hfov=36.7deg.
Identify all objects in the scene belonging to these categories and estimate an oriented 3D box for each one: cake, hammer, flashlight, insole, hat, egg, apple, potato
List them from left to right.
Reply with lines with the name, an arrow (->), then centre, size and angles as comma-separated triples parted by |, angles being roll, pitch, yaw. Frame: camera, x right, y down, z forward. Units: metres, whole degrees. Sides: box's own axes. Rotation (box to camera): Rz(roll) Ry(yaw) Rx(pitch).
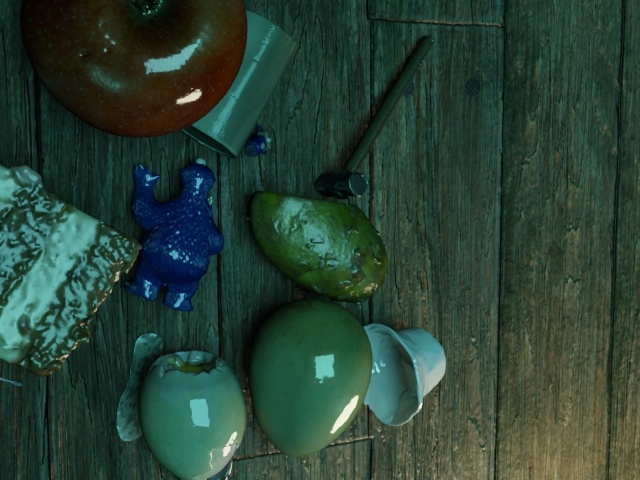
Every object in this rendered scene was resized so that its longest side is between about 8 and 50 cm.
cake -> -0.472, 0.035, 1.435 | 0.290, 0.282, 0.256 | 37, 73, -21
apple -> -0.276, -0.329, 1.456 | 0.348, 0.277, 0.349 | 0, 88, -14
insole -> -0.314, 0.255, 1.682 | 0.065, 0.006, 0.194 | 11, 91, -26
egg -> -0.218, 0.304, 1.640 | 0.183, 0.183, 0.217 | -3, 104, -26
flashlight -> -0.106, -0.168, 1.676 | 0.035, 0.121, 0.057 | -10, 104, 10
egg -> -0.022, 0.245, 1.710 | 0.218, 0.218, 0.296 | 0, 109, -26
potato -> 0.000, 0.000, 1.730 | 0.298, 0.141, 0.176 | 35, 72, -26
hammer -> 0.116, -0.234, 1.792 | 0.043, 0.111, 0.365 | 38, 73, -26
hat -> 0.159, 0.237, 1.835 | 0.126, 0.203, 0.203 | -20, 105, -38

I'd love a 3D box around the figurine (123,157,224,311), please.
figurine -> -0.235, -0.012, 1.624 | 0.164, 0.120, 0.263 | 4, 92, -23

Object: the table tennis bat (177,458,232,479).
table tennis bat -> -0.176, 0.431, 1.710 | 0.107, 0.119, 0.170 | -37, 109, -17

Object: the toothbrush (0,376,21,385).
toothbrush -> -0.532, 0.221, 1.570 | 0.097, 0.008, 0.006 | 23, 82, -26

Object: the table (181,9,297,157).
table -> -0.144, -0.264, 1.634 | 0.126, 0.126, 0.220 | 32, 83, -26
